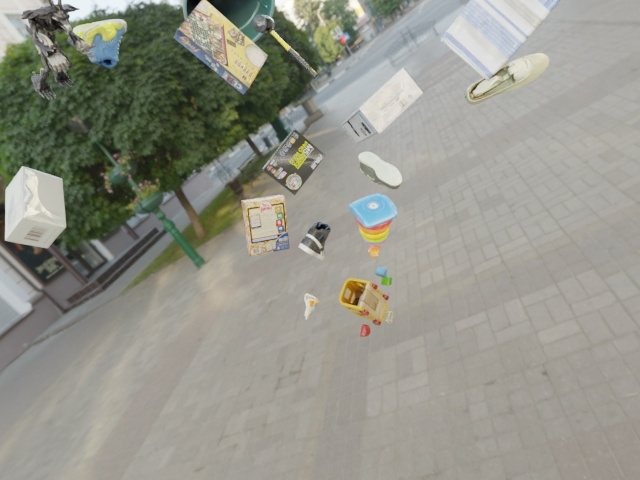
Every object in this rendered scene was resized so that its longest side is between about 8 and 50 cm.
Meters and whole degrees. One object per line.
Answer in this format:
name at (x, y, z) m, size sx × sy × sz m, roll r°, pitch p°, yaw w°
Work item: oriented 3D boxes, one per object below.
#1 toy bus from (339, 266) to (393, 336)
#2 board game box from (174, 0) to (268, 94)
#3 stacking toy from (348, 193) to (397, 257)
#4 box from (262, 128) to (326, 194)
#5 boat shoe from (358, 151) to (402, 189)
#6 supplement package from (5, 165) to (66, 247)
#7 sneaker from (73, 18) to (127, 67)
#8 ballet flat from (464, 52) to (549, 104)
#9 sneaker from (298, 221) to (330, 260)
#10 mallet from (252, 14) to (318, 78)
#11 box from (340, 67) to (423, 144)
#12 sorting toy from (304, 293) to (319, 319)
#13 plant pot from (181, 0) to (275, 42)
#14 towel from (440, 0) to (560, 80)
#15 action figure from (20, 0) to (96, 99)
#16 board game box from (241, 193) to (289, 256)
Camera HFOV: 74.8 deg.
toy bus at (0.139, 0.193, 1.310) m, size 0.104 × 0.203 × 0.190 m, roll 9°, pitch 23°, yaw 35°
board game box at (-0.290, -0.579, 1.255) m, size 0.042 × 0.243 × 0.165 m, roll -22°, pitch 39°, yaw 49°
stacking toy at (0.233, -0.035, 1.802) m, size 0.165 × 0.302 × 0.175 m, roll -22°, pitch 44°, yaw -13°
box at (-0.138, -0.408, 2.184) m, size 0.270 × 0.216 × 0.060 m, roll -51°, pitch 19°, yaw 5°
boat shoe at (0.295, -0.333, 2.074) m, size 0.109 × 0.091 × 0.305 m, roll -25°, pitch 48°, yaw -19°
supplement package at (-0.761, -0.087, 1.117) m, size 0.105 × 0.105 × 0.180 m, roll -38°, pitch 58°, yaw 24°
sneaker at (-0.672, -0.615, 1.311) m, size 0.091 × 0.126 × 0.240 m, roll -2°, pitch 32°, yaw 12°
ballet flat at (0.555, -0.487, 1.260) m, size 0.248 × 0.086 × 0.086 m, roll -25°, pitch 21°, yaw 29°
sneaker at (0.000, 0.000, 1.490) m, size 0.121 × 0.079 × 0.217 m, roll -57°, pitch -13°, yaw 0°
mallet at (-0.081, -0.451, 0.977) m, size 0.039 × 0.190 × 0.062 m, roll -43°, pitch 2°, yaw 26°
box at (0.167, -0.383, 1.236) m, size 0.169 × 0.087 × 0.290 m, roll -43°, pitch 10°, yaw 1°
sorting toy at (-0.038, 0.228, 1.417) m, size 0.083 × 0.044 × 0.075 m, roll -139°, pitch 68°, yaw -82°
plant pot at (-0.393, -0.953, 1.562) m, size 0.341 × 0.341 × 0.334 m, roll -34°, pitch 63°, yaw 5°
towel at (0.501, -0.629, 1.179) m, size 0.034 × 0.209 × 0.285 m, roll -22°, pitch -22°, yaw -51°
action figure at (-0.680, -0.507, 1.097) m, size 0.276 × 0.140 × 0.164 m, roll -46°, pitch 9°, yaw 45°
board game box at (-0.189, -0.053, 1.454) m, size 0.146 × 0.194 × 0.045 m, roll -11°, pitch 20°, yaw -22°
